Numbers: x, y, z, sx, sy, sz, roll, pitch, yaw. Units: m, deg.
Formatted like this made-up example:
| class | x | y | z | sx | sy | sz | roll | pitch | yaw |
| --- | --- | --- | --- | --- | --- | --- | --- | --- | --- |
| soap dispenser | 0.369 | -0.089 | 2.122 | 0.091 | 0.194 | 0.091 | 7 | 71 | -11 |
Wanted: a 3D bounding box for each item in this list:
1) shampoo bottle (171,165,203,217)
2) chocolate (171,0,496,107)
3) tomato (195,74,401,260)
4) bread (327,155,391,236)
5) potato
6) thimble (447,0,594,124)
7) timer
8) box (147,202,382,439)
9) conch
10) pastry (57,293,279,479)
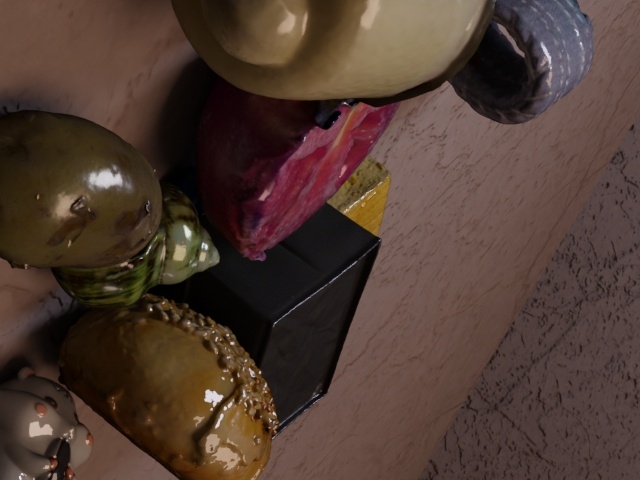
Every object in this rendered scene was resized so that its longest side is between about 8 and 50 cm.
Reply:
| class | x | y | z | sx | sy | sz | roll | pitch | yaw |
| --- | --- | --- | --- | --- | --- | --- | --- | --- | --- |
| shampoo bottle | -0.208 | -0.008 | 1.847 | 0.183 | 0.050 | 0.087 | -49 | 164 | -16 |
| chocolate | -0.015 | -0.302 | 1.501 | 0.297 | 0.326 | 0.314 | -4 | 131 | -44 |
| tomato | -0.057 | -0.130 | 1.808 | 0.335 | 0.176 | 0.290 | -40 | 163 | -50 |
| bread | 0.000 | 0.000 | 2.249 | 0.185 | 0.114 | 0.275 | -37 | 153 | -32 |
| potato | -0.260 | -0.050 | 1.518 | 0.165 | 0.165 | 0.262 | -59 | 155 | 12 |
| thimble | 0.290 | -0.302 | 2.235 | 0.172 | 0.236 | 0.205 | -37 | 148 | -41 |
| timer | -0.376 | 0.309 | 1.744 | 0.291 | 0.290 | 0.315 | 77 | 28 | -64 |
| box | -0.099 | 0.112 | 2.060 | 0.251 | 0.204 | 0.345 | -36 | 153 | -43 |
| conch | -0.216 | 0.013 | 1.706 | 0.187 | 0.181 | 0.124 | -99 | 174 | -61 |
| pastry | -0.177 | 0.178 | 1.828 | 0.184 | 0.315 | 0.284 | -52 | 133 | -11 |
